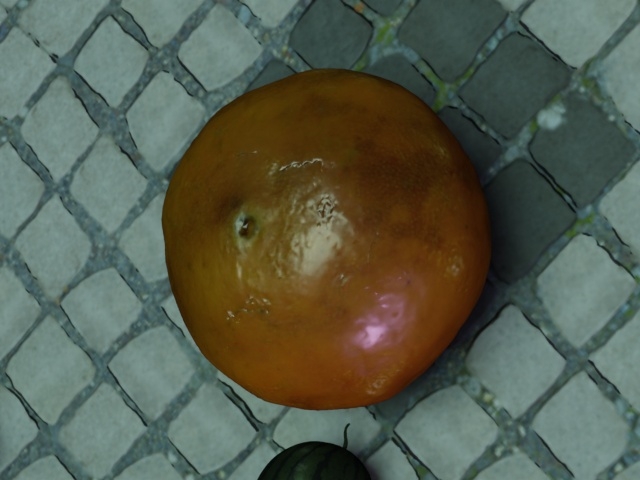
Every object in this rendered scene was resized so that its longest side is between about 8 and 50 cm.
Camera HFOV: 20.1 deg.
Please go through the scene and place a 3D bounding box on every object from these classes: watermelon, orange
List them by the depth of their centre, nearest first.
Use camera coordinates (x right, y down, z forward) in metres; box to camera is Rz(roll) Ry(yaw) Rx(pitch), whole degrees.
[{"bbox_3d":[0.000,0.000,1.487,0.284,0.226,0.284,-7,77,33],"label":"orange"},{"bbox_3d":[-0.001,0.212,1.526,0.105,0.105,0.133,16,67,28],"label":"watermelon"}]
